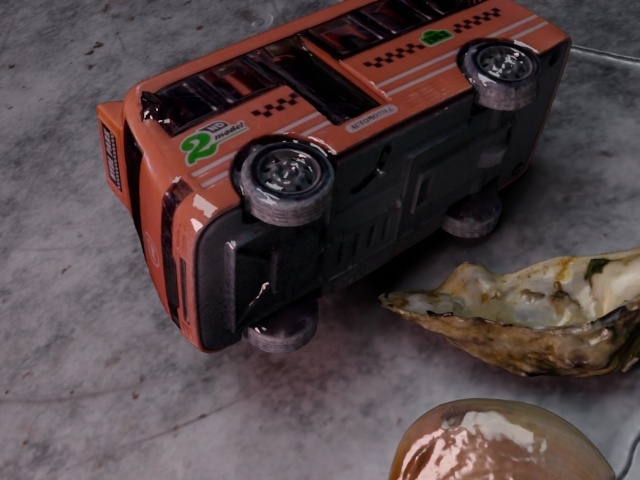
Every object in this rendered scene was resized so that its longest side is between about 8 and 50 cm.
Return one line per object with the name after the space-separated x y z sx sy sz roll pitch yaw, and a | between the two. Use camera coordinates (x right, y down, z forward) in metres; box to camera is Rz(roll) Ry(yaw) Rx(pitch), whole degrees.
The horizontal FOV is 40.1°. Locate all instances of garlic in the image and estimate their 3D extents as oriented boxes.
0.150 0.188 0.676 0.198 0.090 0.129 4 65 17 | garlic

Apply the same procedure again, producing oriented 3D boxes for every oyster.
0.196 0.058 0.779 0.294 0.094 0.166 -1 31 37 | oyster

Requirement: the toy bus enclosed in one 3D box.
0.017 -0.092 0.815 0.427 0.203 0.233 -28 57 -27 | toy bus
